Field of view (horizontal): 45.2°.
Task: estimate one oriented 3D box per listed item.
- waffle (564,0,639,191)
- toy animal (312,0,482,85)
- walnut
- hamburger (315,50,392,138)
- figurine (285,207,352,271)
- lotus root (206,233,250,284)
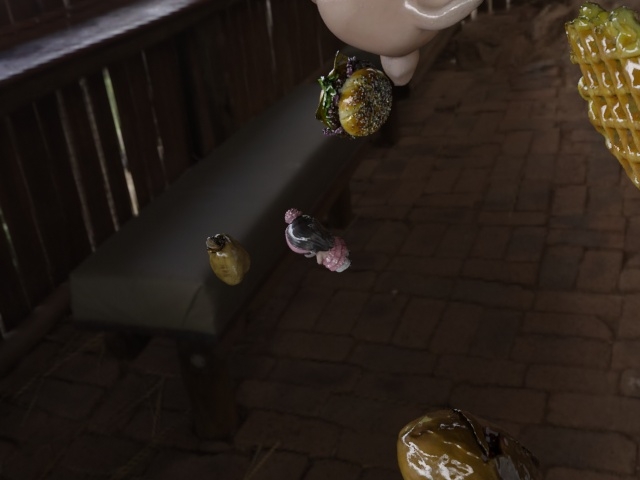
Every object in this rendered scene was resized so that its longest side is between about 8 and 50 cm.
[{"bbox_3d":[0.328,-0.128,0.772,0.059,0.243,0.237,-27,50,6],"label":"waffle"},{"bbox_3d":[0.052,-0.318,0.759,0.213,0.256,0.195,12,-7,-10],"label":"toy animal"},{"bbox_3d":[0.183,0.281,0.926,0.137,0.245,0.137,-33,36,27],"label":"walnut"},{"bbox_3d":[0.070,-0.273,1.492,0.093,0.163,0.190,22,14,40],"label":"hamburger"},{"bbox_3d":[0.000,0.000,1.168,0.054,0.129,0.072,-30,48,34],"label":"figurine"},{"bbox_3d":[-0.150,0.033,1.276,0.063,0.152,0.072,-27,68,-1],"label":"lotus root"}]
